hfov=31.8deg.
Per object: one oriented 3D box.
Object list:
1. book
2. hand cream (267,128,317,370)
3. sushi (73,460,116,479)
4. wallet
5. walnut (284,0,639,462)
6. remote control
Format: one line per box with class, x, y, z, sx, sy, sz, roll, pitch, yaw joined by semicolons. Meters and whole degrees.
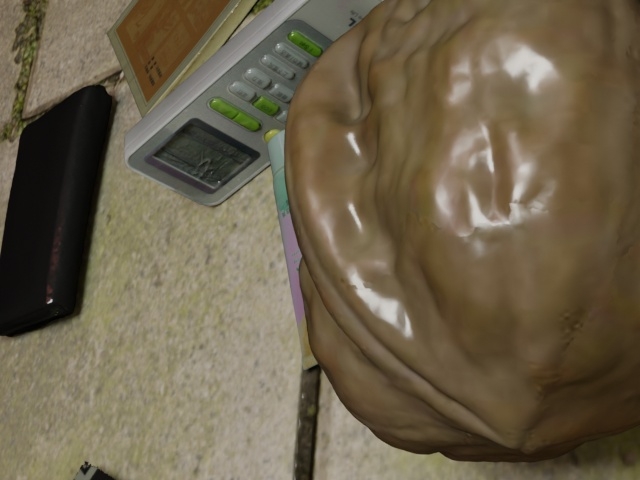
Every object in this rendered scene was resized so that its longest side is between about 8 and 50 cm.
book;-0.111;-0.244;1.066;0.241;0.018;0.170;-47;42;18
hand cream;0.000;0.000;0.812;0.076;0.047;0.174;-29;60;32
sushi;-0.160;0.284;0.839;0.210;0.040;0.192;18;77;52
wallet;-0.269;-0.031;1.110;0.149;0.044;0.250;-21;57;44
walnut;0.100;-0.017;0.567;0.273;0.227;0.273;-28;49;38
remote control;-0.040;-0.115;0.863;0.250;0.103;0.034;-34;46;30
